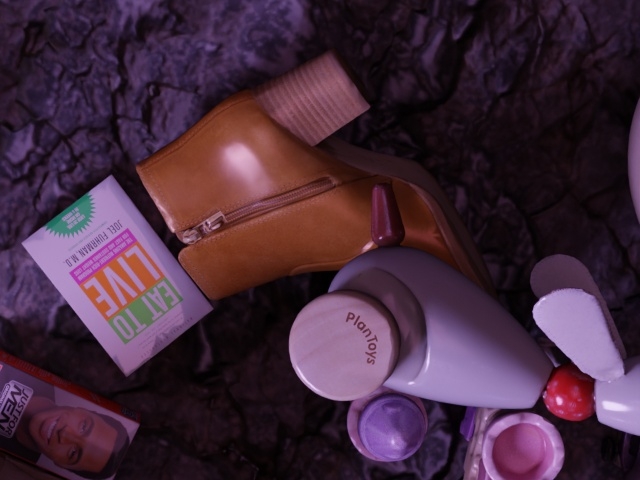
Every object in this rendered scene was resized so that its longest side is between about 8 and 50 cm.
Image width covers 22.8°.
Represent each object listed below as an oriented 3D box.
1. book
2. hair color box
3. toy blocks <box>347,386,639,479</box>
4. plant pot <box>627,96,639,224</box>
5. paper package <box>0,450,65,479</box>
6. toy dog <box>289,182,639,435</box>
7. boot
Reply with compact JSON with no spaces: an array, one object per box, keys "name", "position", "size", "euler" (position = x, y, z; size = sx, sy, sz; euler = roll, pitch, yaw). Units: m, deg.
[{"name":"book","position":[-0.172,0.030,1.350],"size":[0.096,0.035,0.144],"euler":[-38,96,-4]},{"name":"hair color box","position":[-0.231,0.153,1.349],"size":[0.141,0.043,0.072],"euler":[25,92,-8]},{"name":"toy blocks","position":[0.156,0.268,1.285],"size":[0.309,0.260,0.288],"euler":[9,94,-6]},{"name":"plant pot","position":[0.370,-0.078,1.294],"size":[0.284,0.191,0.284],"euler":[-2,105,-8]},{"name":"paper package","position":[-0.291,0.352,1.230],"size":[0.168,0.309,0.325],"euler":[25,94,-9]},{"name":"toy dog","position":[0.141,0.050,1.211],"size":[0.334,0.220,0.161],"euler":[7,97,-11]},{"name":"boot","position":[0.000,0.000,1.339],"size":[0.211,0.104,0.295],"euler":[-33,108,13]}]
